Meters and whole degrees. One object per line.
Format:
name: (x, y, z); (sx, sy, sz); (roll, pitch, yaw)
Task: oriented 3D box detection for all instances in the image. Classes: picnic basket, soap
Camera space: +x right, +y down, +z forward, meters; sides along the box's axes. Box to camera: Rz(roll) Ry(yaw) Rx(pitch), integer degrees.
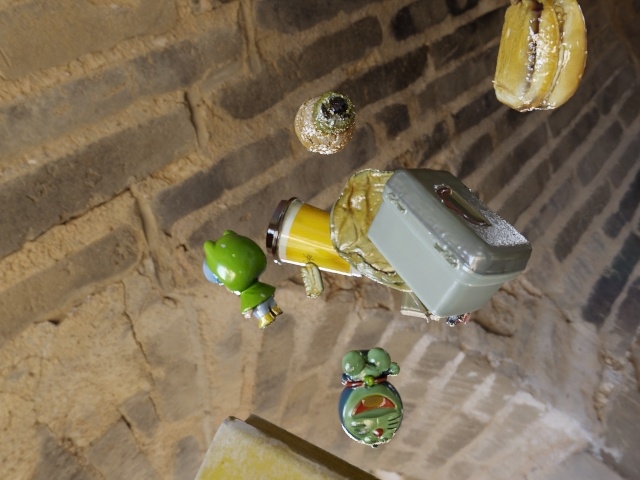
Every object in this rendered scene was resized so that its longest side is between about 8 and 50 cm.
picnic basket: (0.390, 0.163, 1.743); (0.165, 0.139, 0.266); (51, -131, -71)
soap: (-0.069, 0.506, 0.814); (0.293, 0.335, 0.156); (-67, -26, -9)

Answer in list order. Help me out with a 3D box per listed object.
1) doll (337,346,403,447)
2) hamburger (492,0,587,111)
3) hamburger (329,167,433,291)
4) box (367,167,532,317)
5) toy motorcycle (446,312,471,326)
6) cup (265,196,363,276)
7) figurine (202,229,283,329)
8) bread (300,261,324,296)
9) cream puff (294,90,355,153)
doll: (0.151, 0.474, 1.428); (0.186, 0.199, 0.321); (-176, 84, -85)
hamburger: (0.563, -0.494, 1.226); (0.304, 0.174, 0.284); (-92, -6, -60)
hamburger: (0.173, -0.031, 1.003); (0.265, 0.285, 0.134); (-60, -19, -6)
box: (0.176, -0.002, 0.677); (0.148, 0.210, 0.129); (-3, -46, -38)
toy motorcycle: (0.490, 0.144, 1.510); (0.298, 0.089, 0.171); (-65, -15, 5)
cup: (0.000, 0.000, 1.277); (0.196, 0.280, 0.196); (17, -90, -77)
figurine: (-0.194, 0.097, 1.206); (0.143, 0.263, 0.162); (-33, 2, 39)
bread: (-0.021, 0.096, 1.154); (0.049, 0.087, 0.034); (-16, -2, -13)
cream puff: (0.026, -0.353, 1.356); (0.183, 0.183, 0.169); (-47, 7, -15)
